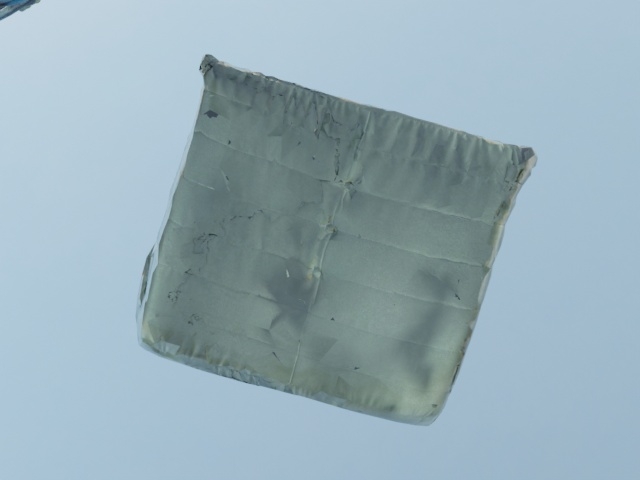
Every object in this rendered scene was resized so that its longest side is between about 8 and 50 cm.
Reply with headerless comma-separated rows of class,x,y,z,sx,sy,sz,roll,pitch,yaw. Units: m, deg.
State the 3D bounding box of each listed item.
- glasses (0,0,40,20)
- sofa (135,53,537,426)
glasses,-0.301,-0.153,1.008,0.239,0.207,0.102,11,-159,9
sofa,0.000,0.000,0.893,0.210,0.225,0.176,15,-87,0
